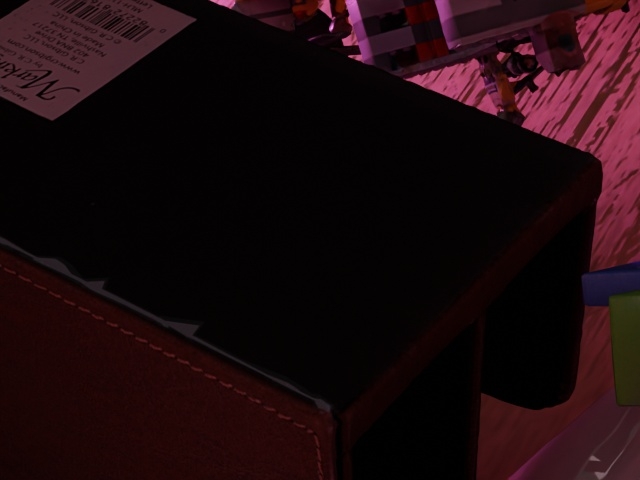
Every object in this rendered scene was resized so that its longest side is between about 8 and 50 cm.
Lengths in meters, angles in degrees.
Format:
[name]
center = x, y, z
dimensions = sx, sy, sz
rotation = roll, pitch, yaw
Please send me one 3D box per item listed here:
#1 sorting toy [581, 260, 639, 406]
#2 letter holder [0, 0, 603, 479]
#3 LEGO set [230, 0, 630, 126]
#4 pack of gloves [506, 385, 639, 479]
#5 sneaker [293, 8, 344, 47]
[sorting toy]
center = 0.242, 0.024, 0.531
dimensions = 0.348, 0.047, 0.196
rotation = -4, 3, 22
[letter holder]
center = -0.070, 0.035, 0.709
dimensions = 0.302, 0.214, 0.152
rotation = 25, 47, 27
[LEGO set]
center = 0.082, -0.144, 0.753
dimensions = 0.255, 0.192, 0.331
rotation = -17, 1, -26
[pack of gloves]
center = 0.212, 0.068, 0.623
dimensions = 0.232, 0.046, 0.195
rotation = -39, 47, -12
[sneaker]
center = 0.000, 0.000, 0.859
dimensions = 0.124, 0.107, 0.283
rotation = -7, 47, 24
